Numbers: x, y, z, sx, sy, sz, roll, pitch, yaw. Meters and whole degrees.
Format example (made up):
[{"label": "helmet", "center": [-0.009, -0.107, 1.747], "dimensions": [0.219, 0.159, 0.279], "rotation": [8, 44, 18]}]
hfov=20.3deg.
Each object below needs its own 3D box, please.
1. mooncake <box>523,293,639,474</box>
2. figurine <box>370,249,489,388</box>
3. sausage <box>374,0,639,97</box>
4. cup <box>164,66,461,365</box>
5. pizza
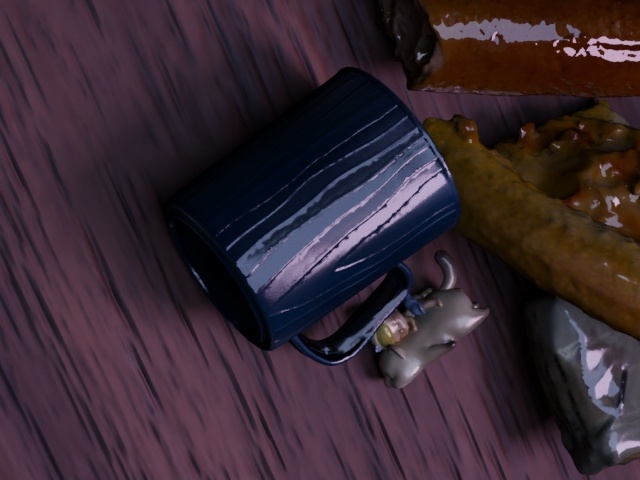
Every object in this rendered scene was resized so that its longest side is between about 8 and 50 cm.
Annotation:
[{"label": "mooncake", "center": [0.201, 0.076, 1.165], "dimensions": [0.130, 0.073, 0.125], "rotation": [-20, 91, -24]}, {"label": "figurine", "center": [0.061, 0.050, 1.123], "dimensions": [0.083, 0.047, 0.050], "rotation": [-41, 95, -8]}, {"label": "sausage", "center": [0.177, -0.129, 1.121], "dimensions": [0.302, 0.103, 0.076], "rotation": [-2, 104, -24]}, {"label": "cup", "center": [0.002, -0.002, 1.045], "dimensions": [0.138, 0.113, 0.150], "rotation": [-36, 97, -15]}, {"label": "pizza", "center": [0.220, -0.006, 1.107], "dimensions": [0.365, 0.074, 0.182], "rotation": [24, 47, 5]}]
